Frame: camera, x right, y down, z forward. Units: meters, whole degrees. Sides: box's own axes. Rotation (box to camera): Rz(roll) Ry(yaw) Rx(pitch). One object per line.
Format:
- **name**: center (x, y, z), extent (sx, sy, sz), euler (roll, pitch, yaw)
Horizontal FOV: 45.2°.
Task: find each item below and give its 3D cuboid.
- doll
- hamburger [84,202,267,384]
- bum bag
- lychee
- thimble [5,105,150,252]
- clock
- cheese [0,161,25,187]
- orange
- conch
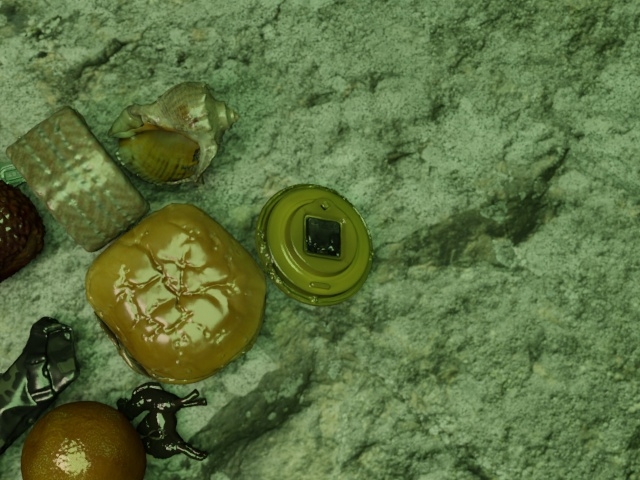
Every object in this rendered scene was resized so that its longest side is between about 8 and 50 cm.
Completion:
- **doll**: center (-0.281, 0.319, 1.354), extent (0.165, 0.057, 0.138), euler (-1, 86, 4)
- **hamburger**: center (-0.244, 0.101, 1.328), extent (0.319, 0.158, 0.318), euler (0, 83, -1)
- **bum bag**: center (-0.536, 0.286, 1.315), extent (0.144, 0.095, 0.340), euler (37, 81, 28)
- **lychee**: center (-0.573, -0.019, 1.306), extent (0.188, 0.188, 0.188), euler (0, 84, -4)
- **thimble**: center (-0.412, -0.101, 1.312), extent (0.148, 0.196, 0.229), euler (-40, 113, -9)
- **clock**: center (0.000, 0.000, 1.362), extent (0.237, 0.057, 0.236), euler (9, 69, -24)
- **cheese**: center (-0.525, -0.127, 1.395), extent (0.121, 0.026, 0.067), euler (-13, 85, -5)
- **orange**: center (-0.389, 0.365, 1.272), extent (0.206, 0.206, 0.205), euler (0, 84, -4)
- **conch**: center (-0.259, -0.185, 1.356), extent (0.246, 0.163, 0.178), euler (-5, 67, 8)
